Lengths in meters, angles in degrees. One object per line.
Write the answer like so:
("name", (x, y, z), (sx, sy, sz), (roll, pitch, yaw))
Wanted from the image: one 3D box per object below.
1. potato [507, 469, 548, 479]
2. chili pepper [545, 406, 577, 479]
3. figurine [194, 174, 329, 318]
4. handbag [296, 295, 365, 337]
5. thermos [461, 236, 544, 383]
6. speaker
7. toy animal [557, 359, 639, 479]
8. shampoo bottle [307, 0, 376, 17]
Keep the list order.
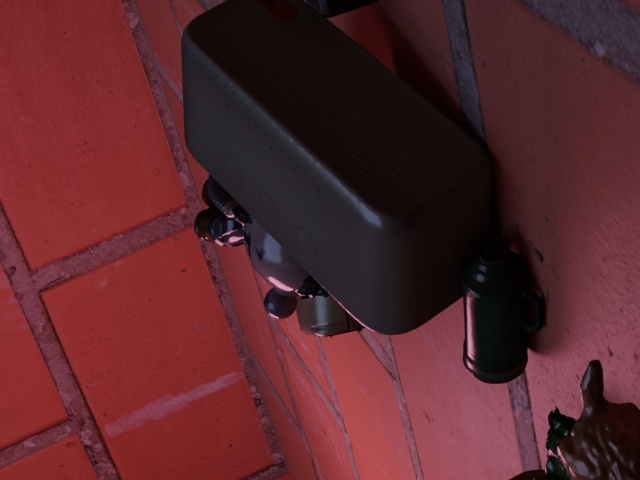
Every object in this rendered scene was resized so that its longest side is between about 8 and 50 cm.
("potato", (0.251, 0.344, 1.510), (0.300, 0.140, 0.173), (74, -179, -79))
("chili pepper", (0.288, 0.257, 1.368), (0.224, 0.061, 0.098), (-120, 33, -52))
("figurine", (-0.052, -0.018, 1.996), (0.382, 0.186, 0.261), (14, 103, 60))
("handbag", (0.000, 0.000, 2.221), (0.241, 0.109, 0.315), (172, 88, -77))
("thermos", (0.188, 0.074, 1.440), (0.188, 0.073, 0.083), (80, 164, -48))
("speaker", (0.011, -0.102, 1.494), (0.406, 0.183, 0.184), (44, 155, 29))
("toy animal", (0.291, 0.218, 1.182), (0.185, 0.104, 0.184), (-123, 13, -55))
("shampoo bottle", (-0.014, -0.340, 1.538), (0.246, 0.079, 0.080), (-127, 20, -51))
